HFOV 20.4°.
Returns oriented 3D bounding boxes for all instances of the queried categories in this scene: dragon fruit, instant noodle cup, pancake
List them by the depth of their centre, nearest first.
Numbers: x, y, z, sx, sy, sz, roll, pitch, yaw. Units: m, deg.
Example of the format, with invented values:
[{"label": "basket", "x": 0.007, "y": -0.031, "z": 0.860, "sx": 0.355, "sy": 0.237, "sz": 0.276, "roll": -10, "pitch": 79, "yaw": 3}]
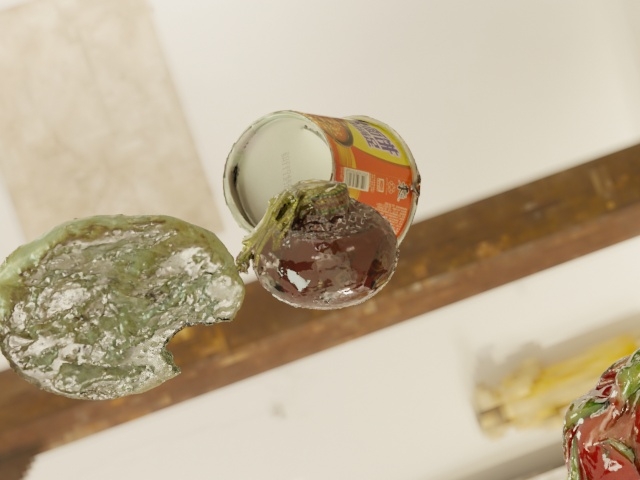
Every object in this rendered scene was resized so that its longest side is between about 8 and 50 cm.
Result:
[{"label": "pancake", "x": -0.195, "y": 0.059, "z": 1.677, "sx": 0.254, "sy": 0.253, "sz": 0.037, "roll": 78, "pitch": 176, "yaw": -48}, {"label": "dragon fruit", "x": 0.366, "y": 0.205, "z": 1.886, "sx": 0.269, "sy": 0.200, "sz": 0.198, "roll": -61, "pitch": 35, "yaw": 40}, {"label": "instant noodle cup", "x": -0.008, "y": -0.069, "z": 2.213, "sx": 0.174, "sy": 0.213, "sz": 0.213, "roll": 14, "pitch": -131, "yaw": -57}]

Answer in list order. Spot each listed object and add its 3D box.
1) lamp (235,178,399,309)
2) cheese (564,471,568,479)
[{"label": "lamp", "x": 0.004, "y": 0.001, "z": 1.875, "sx": 0.157, "sy": 0.156, "sz": 0.135, "roll": -22, "pitch": -63, "yaw": -54}, {"label": "cheese", "x": 0.400, "y": 0.313, "z": 2.452, "sx": 0.094, "sy": 0.123, "sz": 0.167, "roll": -1, "pitch": 75, "yaw": 64}]
